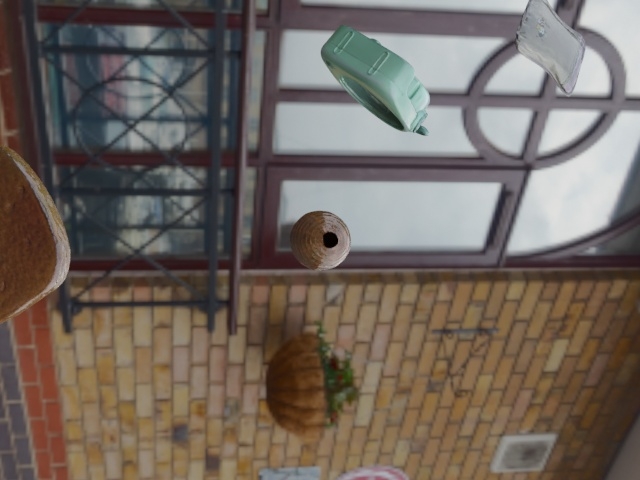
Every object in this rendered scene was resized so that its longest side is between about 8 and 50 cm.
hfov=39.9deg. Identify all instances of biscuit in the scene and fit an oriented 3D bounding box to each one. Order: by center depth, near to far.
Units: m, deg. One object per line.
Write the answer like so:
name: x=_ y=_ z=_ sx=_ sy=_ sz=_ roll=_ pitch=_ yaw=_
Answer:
biscuit: x=-0.539 y=0.002 z=1.410 sx=0.262 sy=0.277 sz=0.052 roll=57 pitch=12 yaw=5

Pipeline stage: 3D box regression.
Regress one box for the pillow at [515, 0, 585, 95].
pillow: x=0.455 y=-0.384 z=1.728 sx=0.038 sy=0.233 sz=0.130 roll=13 pitch=-103 yaw=47

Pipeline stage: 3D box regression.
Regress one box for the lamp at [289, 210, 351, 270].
lamp: x=0.000 y=0.000 z=1.946 sx=0.136 sy=0.136 sz=0.136 roll=180 pitch=-90 yaw=-80

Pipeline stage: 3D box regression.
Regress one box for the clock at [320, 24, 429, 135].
clock: x=0.088 y=-0.215 z=1.240 sx=0.148 sy=0.060 sz=0.188 roll=37 pitch=-2 yaw=30
